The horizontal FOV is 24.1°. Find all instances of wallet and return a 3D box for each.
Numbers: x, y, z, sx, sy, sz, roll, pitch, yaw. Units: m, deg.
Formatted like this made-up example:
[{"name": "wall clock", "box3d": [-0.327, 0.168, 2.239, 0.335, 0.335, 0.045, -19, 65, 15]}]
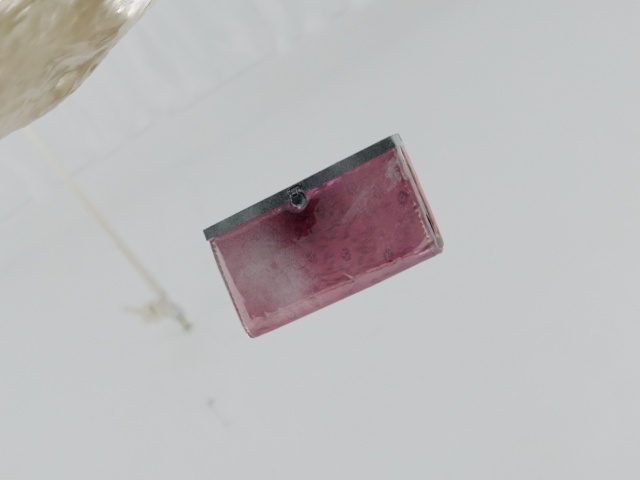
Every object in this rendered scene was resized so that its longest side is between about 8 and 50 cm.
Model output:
[{"name": "wallet", "box3d": [0.000, 0.000, 1.409, 0.232, 0.119, 0.025, -26, 174, 30]}]

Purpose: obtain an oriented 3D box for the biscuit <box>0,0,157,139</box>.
[{"name": "biscuit", "box3d": [-0.115, -0.218, 0.858, 0.429, 0.104, 0.446, -54, 178, -28]}]
